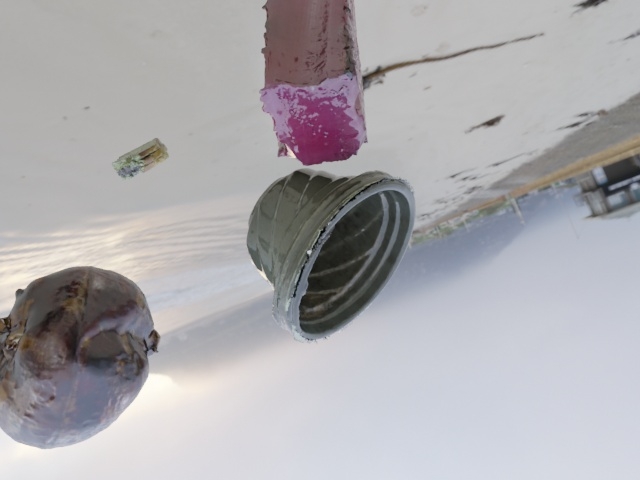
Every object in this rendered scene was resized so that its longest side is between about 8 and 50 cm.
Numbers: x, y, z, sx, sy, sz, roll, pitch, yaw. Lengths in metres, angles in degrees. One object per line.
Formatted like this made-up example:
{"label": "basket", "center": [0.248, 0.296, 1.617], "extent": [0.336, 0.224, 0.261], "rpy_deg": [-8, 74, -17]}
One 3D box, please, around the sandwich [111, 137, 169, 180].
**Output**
{"label": "sandwich", "center": [-0.298, -0.135, 0.885], "extent": [0.093, 0.035, 0.105], "rpy_deg": [-34, -158, -13]}

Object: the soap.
{"label": "soap", "center": [-0.001, -0.227, 0.653], "extent": [0.112, 0.288, 0.182], "rpy_deg": [-2, 148, 5]}

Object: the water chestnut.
{"label": "water chestnut", "center": [-0.481, 0.196, 0.962], "extent": [0.347, 0.334, 0.335], "rpy_deg": [23, 158, -20]}

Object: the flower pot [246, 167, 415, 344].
{"label": "flower pot", "center": [0.000, 0.000, 0.665], "extent": [0.236, 0.141, 0.235], "rpy_deg": [-35, 142, -33]}
